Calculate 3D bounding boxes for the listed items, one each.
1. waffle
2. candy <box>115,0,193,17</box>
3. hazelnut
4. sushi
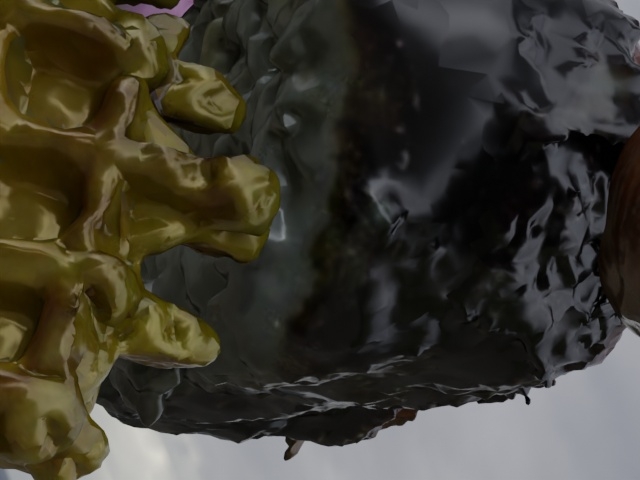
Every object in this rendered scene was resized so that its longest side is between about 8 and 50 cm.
[{"bbox_3d":[-0.162,-0.019,0.523,0.260,0.293,0.069,59,-17,20],"label":"waffle"},{"bbox_3d":[-0.120,-0.202,0.903,0.265,0.155,0.116,42,-14,34],"label":"candy"},{"bbox_3d":[0.119,-0.004,0.508,0.086,0.086,0.086,159,-90,-76],"label":"hazelnut"},{"bbox_3d":[0.000,0.000,0.712,0.343,0.182,0.196,-16,-126,65],"label":"sushi"}]
